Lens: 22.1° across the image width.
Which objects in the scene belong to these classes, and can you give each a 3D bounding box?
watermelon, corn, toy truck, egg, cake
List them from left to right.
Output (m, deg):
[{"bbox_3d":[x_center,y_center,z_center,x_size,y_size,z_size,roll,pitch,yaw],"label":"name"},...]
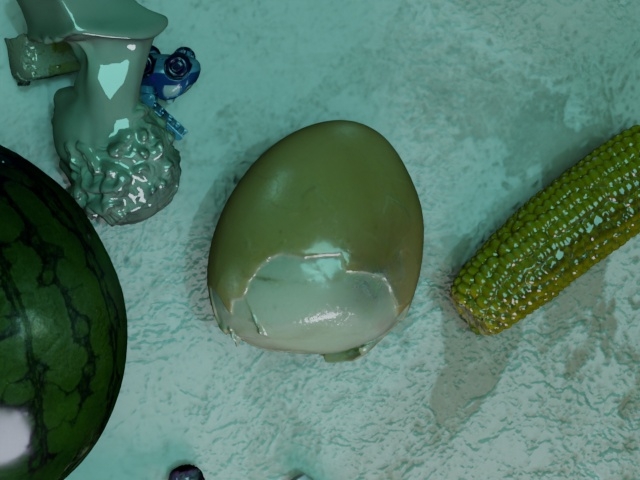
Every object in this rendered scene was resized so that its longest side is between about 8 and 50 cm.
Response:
[{"bbox_3d":[-0.340,0.073,1.443,0.363,0.363,0.363,0,91,-11],"label":"watermelon"},{"bbox_3d":[-0.241,-0.187,1.594,0.121,0.065,0.052,-16,97,-17],"label":"cake"},{"bbox_3d":[-0.154,-0.145,1.614,0.073,0.056,0.090,2,107,4],"label":"toy truck"},{"bbox_3d":[0.000,0.000,1.574,0.201,0.201,0.244,20,75,-11],"label":"egg"},{"bbox_3d":[0.263,-0.022,1.676,0.310,0.101,0.101,-35,97,-7],"label":"corn"}]

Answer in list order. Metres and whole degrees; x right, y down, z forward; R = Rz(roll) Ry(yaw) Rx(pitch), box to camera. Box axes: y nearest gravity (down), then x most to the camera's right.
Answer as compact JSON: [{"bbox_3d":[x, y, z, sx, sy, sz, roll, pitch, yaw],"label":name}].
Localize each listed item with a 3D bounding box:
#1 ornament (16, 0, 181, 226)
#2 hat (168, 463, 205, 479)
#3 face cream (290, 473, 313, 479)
[{"bbox_3d":[-0.199,-0.148,1.527,0.120,0.130,0.285,-25,123,-33],"label":"ornament"},{"bbox_3d":[-0.189,0.307,1.587,0.227,0.140,0.129,-48,110,-19],"label":"hat"},{"bbox_3d":[0.016,0.288,1.664,0.034,0.034,0.130,-43,99,-7],"label":"face cream"}]
